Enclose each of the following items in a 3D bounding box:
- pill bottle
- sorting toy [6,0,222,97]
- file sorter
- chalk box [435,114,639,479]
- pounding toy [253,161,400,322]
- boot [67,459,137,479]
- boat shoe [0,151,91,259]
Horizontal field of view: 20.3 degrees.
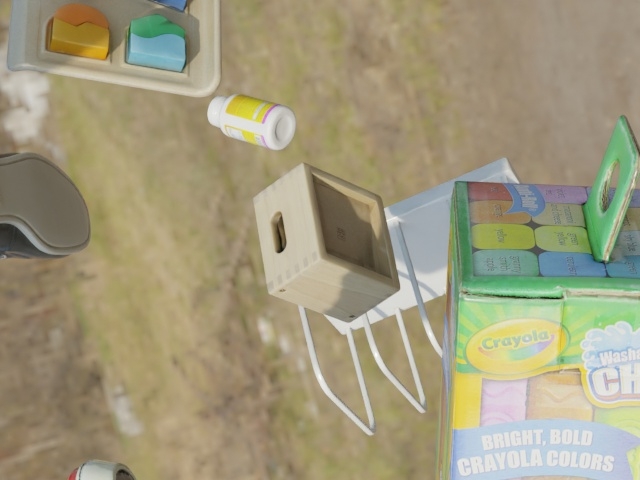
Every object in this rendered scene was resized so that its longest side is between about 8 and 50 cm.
[{"bbox_3d":[-0.067,-0.115,1.705,0.083,0.043,0.043,18,130,34],"label":"pill bottle"},{"bbox_3d":[-0.201,-0.232,1.776,0.038,0.208,0.193,108,164,-49],"label":"sorting toy"},{"bbox_3d":[0.130,0.072,1.983,0.193,0.277,0.173,49,-159,-55],"label":"file sorter"},{"bbox_3d":[0.123,0.050,0.838,0.132,0.132,0.213,-80,-8,-68],"label":"chalk box"},{"bbox_3d":[0.000,0.000,1.713,0.100,0.130,0.141,-34,51,32],"label":"pounding toy"},{"bbox_3d":[-0.178,0.263,1.092,0.088,0.176,0.244,32,-130,-72],"label":"boot"},{"bbox_3d":[-0.360,-0.037,1.884,0.335,0.095,0.112,13,-111,-67],"label":"boat shoe"}]
